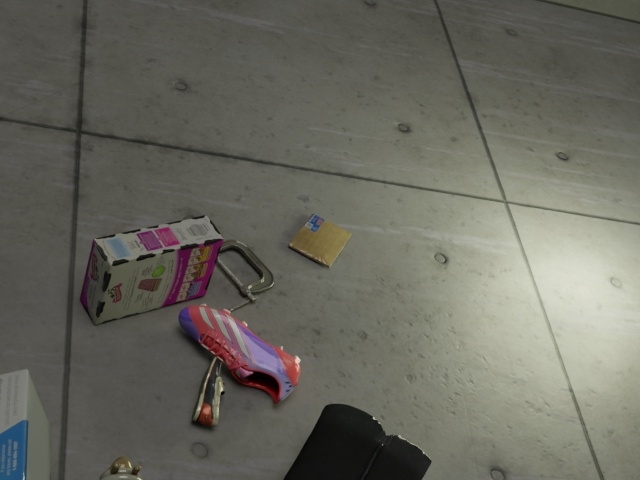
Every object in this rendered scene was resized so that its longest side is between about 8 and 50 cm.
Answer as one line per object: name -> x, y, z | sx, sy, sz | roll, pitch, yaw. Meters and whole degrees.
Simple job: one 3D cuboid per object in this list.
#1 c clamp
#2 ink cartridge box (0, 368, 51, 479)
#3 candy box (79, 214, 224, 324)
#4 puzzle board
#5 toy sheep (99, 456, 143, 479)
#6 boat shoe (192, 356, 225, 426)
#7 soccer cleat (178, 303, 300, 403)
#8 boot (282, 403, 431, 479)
c clamp -> -0.161, 0.060, 2.160 | 0.137, 0.022, 0.160 | -17, 55, -37
ink cartridge box -> -0.530, 0.319, 1.491 | 0.307, 0.129, 0.223 | -12, 38, -4
candy box -> -0.304, 0.051, 1.997 | 0.233, 0.159, 0.071 | -14, 52, -36
puzzle board -> 0.000, 0.000, 2.309 | 0.096, 0.011, 0.128 | 28, 40, 7
toy sheep -> -0.303, 0.392, 1.688 | 0.091, 0.091, 0.132 | 9, 52, -16
boat shoe -> -0.186, 0.261, 1.913 | 0.043, 0.049, 0.137 | 20, 43, -9
soccer cleat -> -0.151, 0.199, 1.975 | 0.248, 0.083, 0.095 | 30, 45, 3
boot -> -0.060, 0.401, 1.729 | 0.367, 0.146, 0.445 | 42, 47, -1
